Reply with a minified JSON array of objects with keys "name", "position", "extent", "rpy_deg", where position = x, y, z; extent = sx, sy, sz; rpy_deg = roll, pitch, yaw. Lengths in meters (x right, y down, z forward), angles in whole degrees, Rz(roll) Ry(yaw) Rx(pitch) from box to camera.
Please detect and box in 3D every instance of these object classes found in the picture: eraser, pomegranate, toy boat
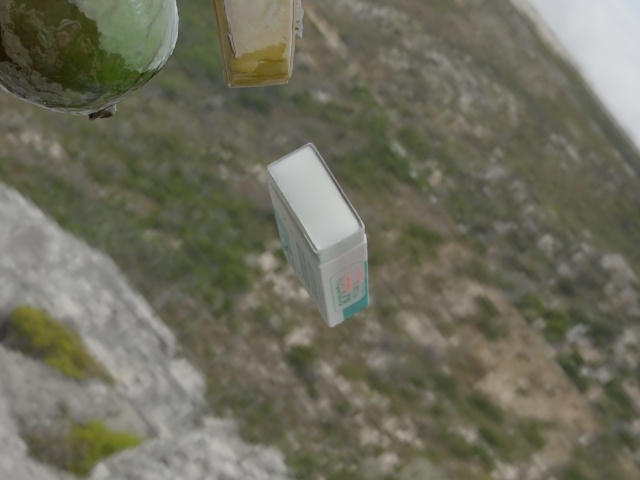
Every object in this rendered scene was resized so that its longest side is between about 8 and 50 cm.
[{"name":"eraser","position":[0.000,0.000,1.384],"extent":[0.095,0.052,0.225],"rpy_deg":[59,-8,18]},{"name":"pomegranate","position":[-0.129,-0.165,0.907],"extent":[0.131,0.191,0.152],"rpy_deg":[34,0,-22]},{"name":"toy boat","position":[-0.069,-0.292,1.370],"extent":[0.115,0.089,0.310],"rpy_deg":[-136,-142,-71]}]
